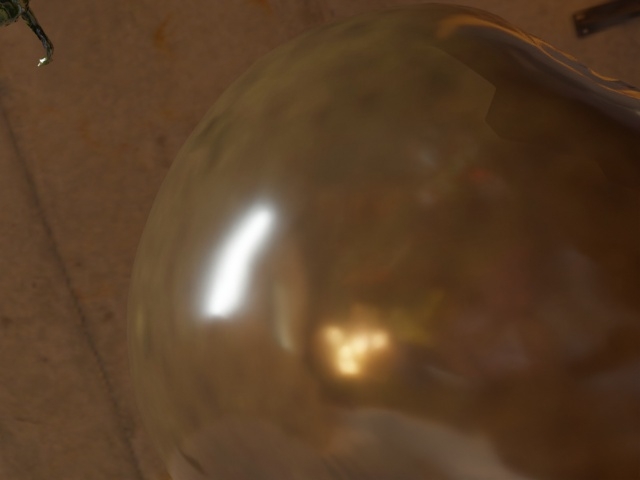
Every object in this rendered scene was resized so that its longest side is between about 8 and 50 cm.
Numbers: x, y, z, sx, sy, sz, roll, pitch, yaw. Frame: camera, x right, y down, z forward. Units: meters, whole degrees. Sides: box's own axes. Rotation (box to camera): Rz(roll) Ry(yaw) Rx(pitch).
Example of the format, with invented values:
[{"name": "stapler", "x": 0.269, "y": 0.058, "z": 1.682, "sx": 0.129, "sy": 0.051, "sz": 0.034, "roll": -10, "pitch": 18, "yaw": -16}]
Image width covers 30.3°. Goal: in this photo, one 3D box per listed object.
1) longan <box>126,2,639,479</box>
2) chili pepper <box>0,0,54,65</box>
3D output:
[{"name": "longan", "x": 0.062, "y": 0.036, "z": 0.540, "sx": 0.288, "sy": 0.350, "sz": 0.289, "roll": -21, "pitch": -56, "yaw": -36}, {"name": "chili pepper", "x": -0.275, "y": -0.203, "z": 0.796, "sx": 0.278, "sy": 0.122, "sz": 0.065, "roll": 26, "pitch": -140, "yaw": -35}]
